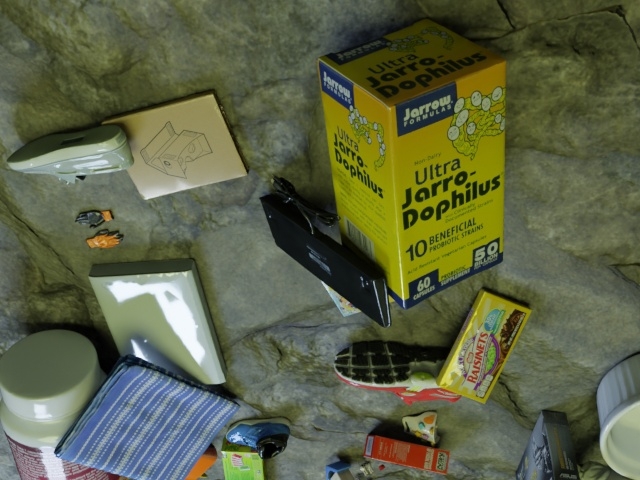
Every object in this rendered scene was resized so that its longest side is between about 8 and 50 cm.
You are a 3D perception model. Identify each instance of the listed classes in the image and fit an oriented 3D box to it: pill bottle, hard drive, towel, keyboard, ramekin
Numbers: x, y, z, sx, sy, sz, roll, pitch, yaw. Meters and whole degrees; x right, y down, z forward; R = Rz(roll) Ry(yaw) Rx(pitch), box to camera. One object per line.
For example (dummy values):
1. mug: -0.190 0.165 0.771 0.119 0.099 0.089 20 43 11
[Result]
1. pill bottle: -0.531 0.386 1.710 0.224 0.224 0.392 4 129 2
2. hard drive: -0.316 0.171 1.637 0.203 0.040 0.307 -4 128 8
3. towel: -0.338 0.377 1.659 0.243 0.040 0.336 -54 134 1
4. keyboard: 0.000 0.000 1.338 0.033 0.317 0.201 -35 134 -21
5. ramekin: 0.681 0.342 1.623 0.277 0.135 0.277 2 128 3

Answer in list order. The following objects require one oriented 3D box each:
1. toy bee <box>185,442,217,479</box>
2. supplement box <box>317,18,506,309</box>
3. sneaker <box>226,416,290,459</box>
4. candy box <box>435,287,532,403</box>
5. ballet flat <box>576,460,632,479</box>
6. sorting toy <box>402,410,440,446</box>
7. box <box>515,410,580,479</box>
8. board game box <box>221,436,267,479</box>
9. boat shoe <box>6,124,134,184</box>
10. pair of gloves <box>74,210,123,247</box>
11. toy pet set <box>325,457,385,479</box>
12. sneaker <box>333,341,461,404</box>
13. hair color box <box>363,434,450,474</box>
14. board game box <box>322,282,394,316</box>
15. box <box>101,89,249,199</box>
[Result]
1. toy bee: -0.368 0.539 1.875 0.298 0.162 0.195 -40 137 -4
2. supplement box: 0.142 -0.111 1.230 0.194 0.195 0.356 -25 130 -19
3. sneaker: -0.141 0.440 1.805 0.152 0.084 0.058 -10 127 13
4. candy box: 0.308 0.201 1.561 0.105 0.027 0.205 22 101 -10
5. ballet flat: 0.559 0.500 1.735 0.086 0.086 0.248 22 165 -12
6. sorting toy: 0.215 0.407 1.783 0.075 0.045 0.083 8 131 24
7. box: 0.475 0.503 1.739 0.056 0.183 0.231 6 129 -1
8. board game box: -0.173 0.529 1.905 0.092 0.043 0.181 2 128 4
9. boat shoe: -0.414 -0.130 1.369 0.228 0.079 0.081 -7 126 20
10. pair of gloves: -0.406 -0.020 1.512 0.074 0.010 0.083 -9 126 12
11. toy pet set: 0.069 0.535 1.894 0.114 0.065 0.122 -7 141 -35
12. sneaker: 0.161 0.281 1.644 0.279 0.107 0.118 7 134 0
13. hair color box: 0.186 0.465 1.790 0.167 0.053 0.093 12 166 -6
14. board game box: 0.091 0.078 1.535 0.154 0.026 0.103 -20 124 19
15. box: -0.240 -0.156 1.383 0.201 0.021 0.164 -12 126 13
